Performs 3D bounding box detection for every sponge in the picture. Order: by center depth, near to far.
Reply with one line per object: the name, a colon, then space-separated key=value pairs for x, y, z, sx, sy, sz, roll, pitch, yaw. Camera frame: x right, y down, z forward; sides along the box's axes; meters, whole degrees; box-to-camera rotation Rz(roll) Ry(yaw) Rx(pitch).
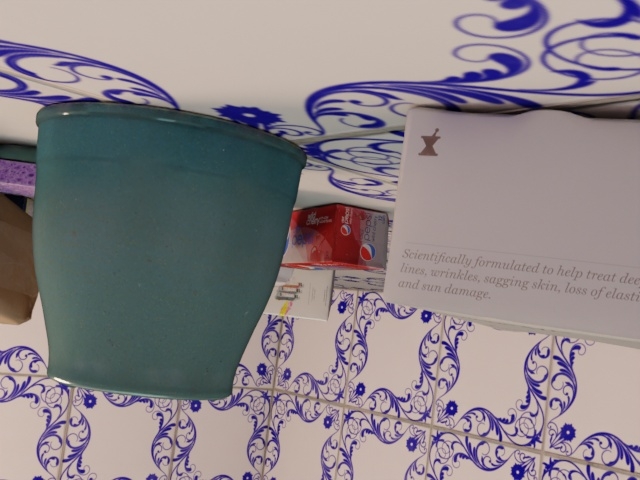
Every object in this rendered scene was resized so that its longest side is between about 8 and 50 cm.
sponge: x=-0.364 y=-0.074 z=1.038 sx=0.210 sy=0.031 sz=0.117 roll=7 pitch=174 yaw=-5

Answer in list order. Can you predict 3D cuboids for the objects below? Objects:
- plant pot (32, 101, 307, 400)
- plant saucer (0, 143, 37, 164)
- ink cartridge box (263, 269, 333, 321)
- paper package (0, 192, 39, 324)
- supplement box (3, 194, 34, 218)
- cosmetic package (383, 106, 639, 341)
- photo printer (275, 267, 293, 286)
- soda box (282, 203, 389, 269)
plant pot: x=-0.164 y=0.022 z=0.846 sx=0.271 sy=0.255 sz=0.271 roll=7 pitch=175 yaw=1
plant saucer: x=-0.358 y=-0.100 z=1.049 sx=0.119 sy=0.021 sz=0.119 roll=8 pitch=175 yaw=1
ink cartridge box: x=-0.059 y=0.090 z=1.869 sx=0.176 sy=0.127 sz=0.128 roll=8 pitch=-161 yaw=4
paper package: x=-0.607 y=-0.010 z=1.201 sx=0.309 sy=0.168 sz=0.325 roll=6 pitch=161 yaw=11
supplement box: x=-0.595 y=-0.055 z=1.626 sx=0.083 sy=0.056 sz=0.083 roll=7 pitch=174 yaw=5
cosmetic package: x=0.221 y=0.010 z=0.733 sx=0.217 sy=0.156 sz=0.385 roll=7 pitch=176 yaw=27
photo printer: x=-0.232 y=0.016 z=1.579 sx=0.307 sy=0.107 sz=0.256 roll=12 pitch=172 yaw=-25
soda box: x=0.000 y=0.000 z=1.279 sx=0.092 sy=0.084 sz=0.263 roll=9 pitch=174 yaw=-26
